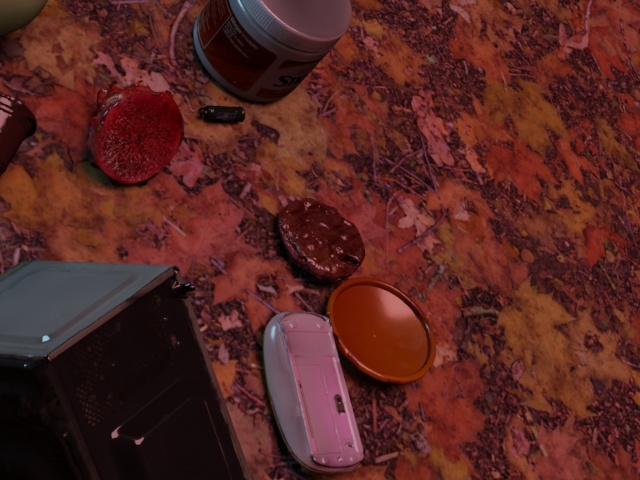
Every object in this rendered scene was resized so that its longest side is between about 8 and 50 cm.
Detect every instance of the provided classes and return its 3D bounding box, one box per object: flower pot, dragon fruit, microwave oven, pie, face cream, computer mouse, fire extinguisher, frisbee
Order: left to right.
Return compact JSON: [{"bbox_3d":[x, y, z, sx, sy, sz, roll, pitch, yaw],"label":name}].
[{"bbox_3d":[-0.441,-0.134,1.551,0.111,0.111,0.089,27,61,-20],"label":"flower pot"},{"bbox_3d":[-0.251,0.224,1.243,0.218,0.286,0.355,-38,120,-44],"label":"microwave oven"},{"bbox_3d":[-0.282,-0.164,1.694,0.153,0.153,0.111,-4,31,-39],"label":"dragon fruit"},{"bbox_3d":[-0.161,-0.202,1.856,0.083,0.025,0.038,-3,26,-38],"label":"fire extinguisher"},{"bbox_3d":[-0.080,-0.351,1.899,0.201,0.187,0.201,19,52,-27],"label":"face cream"},{"bbox_3d":[-0.012,0.216,1.669,0.126,0.056,0.245,3,60,-37],"label":"computer mouse"},{"bbox_3d":[0.000,0.000,1.830,0.153,0.038,0.153,19,46,-20],"label":"pie"},{"bbox_3d":[0.090,0.142,1.808,0.192,0.035,0.192,18,46,-20],"label":"frisbee"}]

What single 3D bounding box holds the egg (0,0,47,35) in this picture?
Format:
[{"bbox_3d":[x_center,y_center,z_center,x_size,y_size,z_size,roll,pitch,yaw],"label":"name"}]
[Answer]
[{"bbox_3d":[-0.492,-0.392,1.592,0.270,0.220,0.220,27,49,-19],"label":"egg"}]
